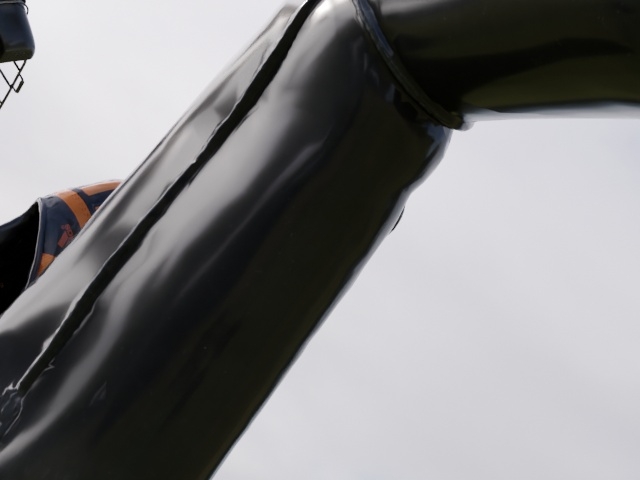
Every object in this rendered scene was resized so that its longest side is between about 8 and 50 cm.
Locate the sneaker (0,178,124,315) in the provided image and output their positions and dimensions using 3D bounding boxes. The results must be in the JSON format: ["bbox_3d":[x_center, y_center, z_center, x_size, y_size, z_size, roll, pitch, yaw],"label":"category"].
[{"bbox_3d":[-0.221,0.100,1.061,0.124,0.321,0.180,28,22,34],"label":"sneaker"}]

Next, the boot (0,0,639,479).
[{"bbox_3d":[0.000,0.000,0.748,0.146,0.445,0.367,42,2,-27],"label":"boot"}]

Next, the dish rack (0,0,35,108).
[{"bbox_3d":[-0.411,-0.137,1.421,0.208,0.074,0.271,-13,-21,-36],"label":"dish rack"}]
